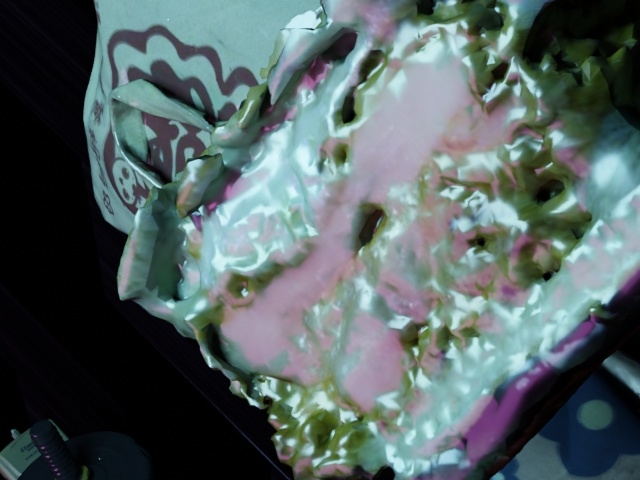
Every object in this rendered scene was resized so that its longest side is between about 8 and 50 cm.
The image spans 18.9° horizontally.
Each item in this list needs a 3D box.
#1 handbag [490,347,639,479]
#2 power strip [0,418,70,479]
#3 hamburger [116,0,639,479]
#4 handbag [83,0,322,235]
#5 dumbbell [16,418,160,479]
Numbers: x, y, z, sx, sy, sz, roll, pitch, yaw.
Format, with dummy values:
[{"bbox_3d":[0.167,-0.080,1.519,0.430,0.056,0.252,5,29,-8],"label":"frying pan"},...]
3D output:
[{"bbox_3d":[0.151,0.197,0.914,0.193,0.190,0.251,26,144,29],"label":"handbag"},{"bbox_3d":[-0.261,0.250,1.950,0.169,0.076,0.028,44,156,18],"label":"power strip"},{"bbox_3d":[0.064,-0.030,0.721,0.167,0.192,0.288,44,120,5],"label":"hamburger"},{"bbox_3d":[-0.037,-0.064,0.944,0.235,0.127,0.213,29,125,34],"label":"handbag"},{"bbox_3d":[-0.192,0.285,1.776,0.143,0.143,0.325,27,148,47],"label":"dumbbell"}]
